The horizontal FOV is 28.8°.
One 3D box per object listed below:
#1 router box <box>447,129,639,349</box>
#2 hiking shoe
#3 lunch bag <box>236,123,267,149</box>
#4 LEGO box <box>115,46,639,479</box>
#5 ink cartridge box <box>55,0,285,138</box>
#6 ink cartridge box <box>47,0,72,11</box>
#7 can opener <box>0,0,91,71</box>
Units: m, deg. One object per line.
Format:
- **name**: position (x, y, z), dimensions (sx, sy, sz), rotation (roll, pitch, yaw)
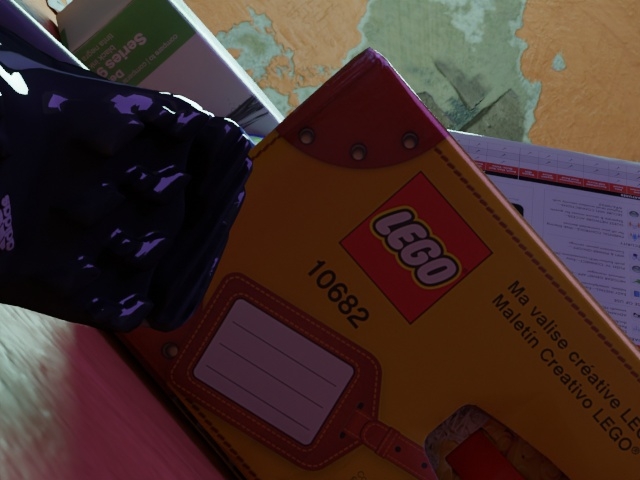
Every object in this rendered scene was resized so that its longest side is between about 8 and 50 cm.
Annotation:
- **router box**: position (0.218, 0.043, 1.086), dimensions (0.301, 0.335, 0.082), rotation (-76, 175, -47)
- **hiking shoe**: position (-0.150, -0.036, 0.367), dimensions (0.132, 0.113, 0.304), rotation (16, -8, 30)
- **lunch bag**: position (-0.076, -0.053, 1.194), dimensions (0.151, 0.096, 0.129), rotation (8, 20, -20)
- **LEGO box**: position (0.130, 0.153, 0.766), dimensions (0.500, 0.193, 0.372), rotation (49, 3, 2)
- **ink cartridge box**: position (-0.137, -0.153, 1.332), dimensions (0.289, 0.121, 0.211), rotation (47, 4, -25)
- **ink cartridge box**: position (-0.267, -0.241, 1.525), dimensions (0.179, 0.045, 0.145), rotation (27, 13, -24)
- **can opener**: position (-0.161, -0.065, 0.698), dimensions (0.093, 0.074, 0.280), rotation (9, -24, 35)
